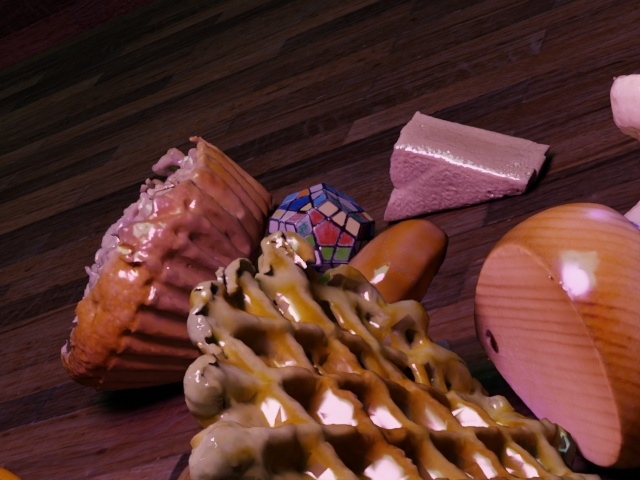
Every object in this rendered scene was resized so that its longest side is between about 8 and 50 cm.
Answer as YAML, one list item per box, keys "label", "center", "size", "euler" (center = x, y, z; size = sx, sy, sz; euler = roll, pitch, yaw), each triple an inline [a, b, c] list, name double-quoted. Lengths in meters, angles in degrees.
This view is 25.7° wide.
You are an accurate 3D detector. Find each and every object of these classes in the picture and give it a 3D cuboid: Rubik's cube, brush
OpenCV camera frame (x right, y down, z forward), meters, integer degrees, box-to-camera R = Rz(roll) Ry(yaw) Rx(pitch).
- label: "Rubik's cube"
  center: [0.000, 0.000, 1.366]
  size: [0.093, 0.111, 0.111]
  euler: [-15, 10, -38]
- label: "brush"
  center: [0.211, 0.042, 0.953]
  size: [0.166, 0.174, 0.266]
  euler: [-24, 7, -13]

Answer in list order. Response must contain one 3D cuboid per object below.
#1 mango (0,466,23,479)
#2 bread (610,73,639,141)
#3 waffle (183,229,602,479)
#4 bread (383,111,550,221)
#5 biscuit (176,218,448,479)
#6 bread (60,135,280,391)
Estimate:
- label: "mango"
  center: [-0.311, 0.257, 1.203]
  size: [0.147, 0.109, 0.227]
  euler: [-61, 29, -7]
- label: "bread"
  center: [0.342, -0.062, 0.904]
  size: [0.316, 0.316, 0.054]
  euler: [9, 88, 57]
- label: "waffle"
  center: [0.051, 0.128, 0.795]
  size: [0.073, 0.317, 0.297]
  euler: [-53, 12, 22]
- label: "bread"
  center: [0.145, -0.057, 1.400]
  size: [0.152, 0.105, 0.077]
  euler: [18, 44, 20]
- label: "biscuit"
  center: [-0.023, 0.120, 1.042]
  size: [0.237, 0.062, 0.291]
  euler: [-53, 2, -39]
- label: "bread"
  center: [-0.149, 0.033, 1.370]
  size: [0.274, 0.149, 0.274]
  euler: [-60, 9, 17]
